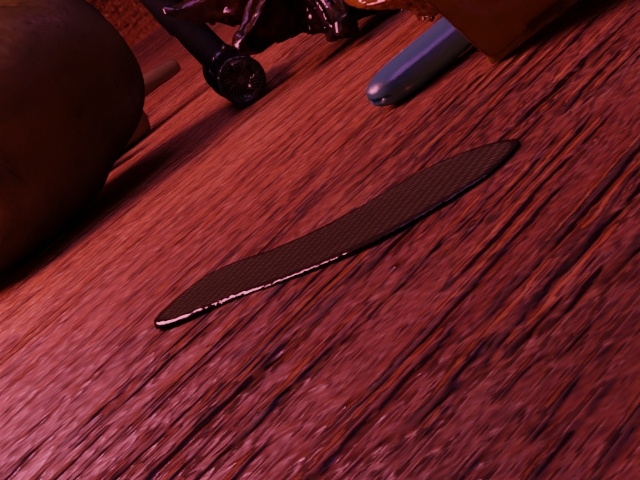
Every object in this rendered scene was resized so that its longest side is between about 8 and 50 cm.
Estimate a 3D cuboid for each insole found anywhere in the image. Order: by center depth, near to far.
[{"bbox_3d":[0.000,0.000,1.000,0.253,0.005,0.086,-25,13,41],"label":"insole"}]

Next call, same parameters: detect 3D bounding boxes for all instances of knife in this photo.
[{"bbox_3d":[0.116,-0.156,1.284,0.222,0.031,0.064,-41,16,-16],"label":"knife"}]

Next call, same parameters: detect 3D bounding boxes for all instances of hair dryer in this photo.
[{"bbox_3d":[-0.130,-0.204,1.793,0.050,0.195,0.173,-45,13,-2],"label":"hair dryer"}]

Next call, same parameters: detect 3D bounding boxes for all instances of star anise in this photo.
[{"bbox_3d":[-0.003,-0.233,1.745,0.272,0.102,0.272,-13,42,12],"label":"star anise"}]

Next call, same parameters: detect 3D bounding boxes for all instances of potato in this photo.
[{"bbox_3d":[-0.303,-0.095,1.722,0.243,0.221,0.326,16,43,30],"label":"potato"}]

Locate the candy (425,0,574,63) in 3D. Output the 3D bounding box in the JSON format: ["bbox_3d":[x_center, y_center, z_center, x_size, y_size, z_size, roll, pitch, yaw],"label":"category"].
[{"bbox_3d":[0.147,-0.243,1.216,0.146,0.088,0.276,-36,22,37],"label":"candy"}]

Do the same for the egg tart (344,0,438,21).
[{"bbox_3d":[0.095,-0.229,1.488,0.191,0.074,0.191,-33,25,17],"label":"egg tart"}]

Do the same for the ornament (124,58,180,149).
[{"bbox_3d":[-0.242,-0.106,2.052,0.230,0.061,0.245,-19,17,48],"label":"ornament"}]
